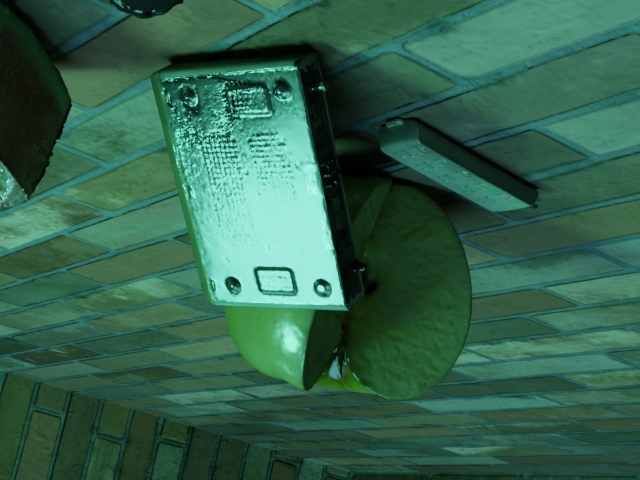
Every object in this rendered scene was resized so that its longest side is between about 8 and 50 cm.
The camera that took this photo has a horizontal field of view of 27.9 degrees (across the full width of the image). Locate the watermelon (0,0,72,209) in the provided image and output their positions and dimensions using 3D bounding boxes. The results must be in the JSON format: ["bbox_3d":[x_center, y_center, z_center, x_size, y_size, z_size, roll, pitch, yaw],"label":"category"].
[{"bbox_3d":[-0.344,-0.146,1.276,0.148,0.226,0.318,-17,173,0],"label":"watermelon"}]

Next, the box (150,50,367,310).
[{"bbox_3d":[-0.061,-0.056,1.333,0.211,0.270,0.045,2,-157,32],"label":"box"}]

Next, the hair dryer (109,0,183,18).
[{"bbox_3d":[-0.178,-0.276,0.965,0.251,0.089,0.197,25,159,-21],"label":"hair dryer"}]

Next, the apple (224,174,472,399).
[{"bbox_3d":[0.018,0.051,1.551,0.295,0.257,0.233,11,176,-43],"label":"apple"}]

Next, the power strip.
[{"bbox_3d":[0.165,-0.076,1.456,0.253,0.027,0.060,25,158,-37],"label":"power strip"}]
